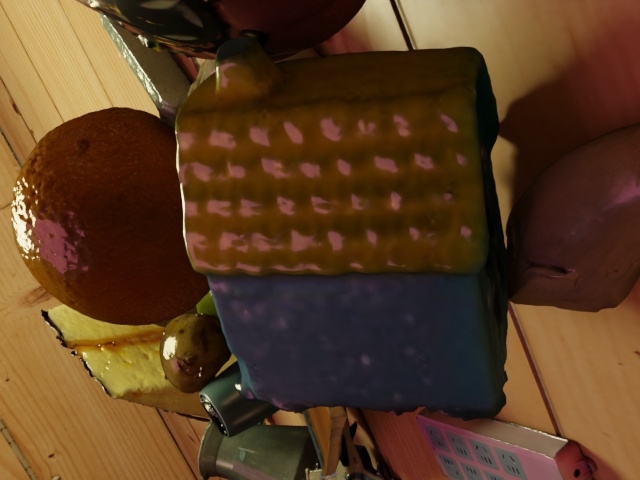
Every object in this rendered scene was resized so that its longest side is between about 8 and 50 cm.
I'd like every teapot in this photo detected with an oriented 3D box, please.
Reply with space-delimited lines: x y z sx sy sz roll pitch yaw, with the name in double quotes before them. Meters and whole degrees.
"teapot" -0.099 0.400 1.463 0.225 0.203 0.171 13 149 14

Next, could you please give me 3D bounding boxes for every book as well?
"book" -0.023 0.188 1.143 0.374 0.028 0.262 91 159 -63

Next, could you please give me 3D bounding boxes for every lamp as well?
"lamp" -0.092 -0.279 0.606 0.305 0.239 0.305 15 174 2

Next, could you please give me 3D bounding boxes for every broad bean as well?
"broad bean" -0.171 0.121 1.430 0.124 0.082 0.174 27 142 8

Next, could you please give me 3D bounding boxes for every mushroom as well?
"mushroom" 0.199 -0.017 0.539 0.108 0.096 0.247 59 156 17

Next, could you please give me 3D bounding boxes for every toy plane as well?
"toy plane" 0.055 0.371 1.294 0.192 0.088 0.262 3 103 28

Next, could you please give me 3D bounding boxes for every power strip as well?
"power strip" 0.215 0.263 0.910 0.279 0.037 0.109 -3 116 63

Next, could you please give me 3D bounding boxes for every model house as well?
"model house" 0.025 -0.021 0.630 0.237 0.215 0.303 -2 129 18

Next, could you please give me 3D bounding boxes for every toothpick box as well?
"toothpick box" -0.120 0.263 1.372 0.120 0.184 0.120 44 154 29

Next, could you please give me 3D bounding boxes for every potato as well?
"potato" -0.231 0.202 1.389 0.137 0.137 0.176 51 135 16

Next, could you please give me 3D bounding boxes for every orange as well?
"orange" -0.305 -0.025 1.220 0.322 0.322 0.357 36 156 40

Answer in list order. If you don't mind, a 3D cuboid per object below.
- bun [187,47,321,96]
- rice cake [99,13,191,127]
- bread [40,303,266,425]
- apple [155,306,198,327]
"bun" -0.076 -0.142 0.875 0.231 0.133 0.231 46 155 28
"rice cake" -0.251 -0.263 1.148 0.206 0.063 0.069 56 162 7
"bread" -0.373 0.289 1.731 0.346 0.405 0.242 52 148 45
"apple" -0.308 0.089 1.541 0.207 0.174 0.188 23 152 -34
